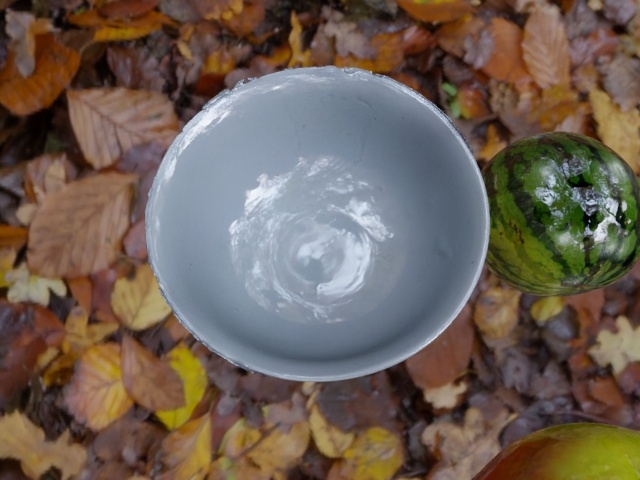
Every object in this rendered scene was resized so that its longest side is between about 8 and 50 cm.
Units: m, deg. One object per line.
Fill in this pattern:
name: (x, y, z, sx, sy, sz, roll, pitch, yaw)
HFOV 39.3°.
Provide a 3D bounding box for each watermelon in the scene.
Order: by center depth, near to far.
watermelon: (0.390, -0.042, 1.489, 0.285, 0.285, 0.285, 6, 68, -14)

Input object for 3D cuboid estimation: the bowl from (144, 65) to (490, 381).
bowl: (0.000, 0.000, 0.954, 0.346, 0.157, 0.345, -1, 68, 4)

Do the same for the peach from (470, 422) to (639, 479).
peach: (0.192, 0.246, 0.641, 0.231, 0.231, 0.230, 6, 68, -14)
